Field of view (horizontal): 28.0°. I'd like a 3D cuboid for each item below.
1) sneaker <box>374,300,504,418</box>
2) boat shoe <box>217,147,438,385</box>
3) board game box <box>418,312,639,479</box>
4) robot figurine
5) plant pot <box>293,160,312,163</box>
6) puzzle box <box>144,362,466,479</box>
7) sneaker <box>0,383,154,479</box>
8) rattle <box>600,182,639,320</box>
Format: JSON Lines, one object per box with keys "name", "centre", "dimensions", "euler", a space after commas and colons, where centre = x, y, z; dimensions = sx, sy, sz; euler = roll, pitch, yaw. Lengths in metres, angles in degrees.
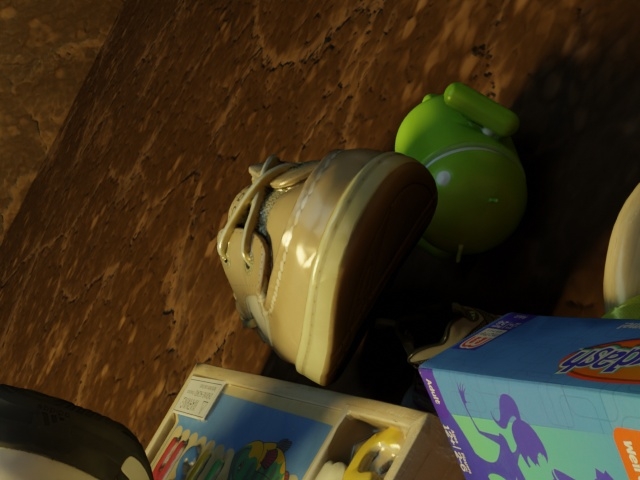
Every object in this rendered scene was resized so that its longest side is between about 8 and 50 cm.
{"name": "sneaker", "centre": [0.053, 0.060, 0.671], "dimensions": [0.098, 0.069, 0.038], "euler": [-47, 27, 38]}
{"name": "boat shoe", "centre": [-0.010, 0.009, 0.679], "dimensions": [0.109, 0.098, 0.302], "euler": [-58, -5, -9]}
{"name": "board game box", "centre": [0.123, 0.102, 0.360], "dimensions": [0.047, 0.160, 0.210], "euler": [-27, 8, -23]}
{"name": "robot figurine", "centre": [0.079, -0.038, 0.722], "dimensions": [0.115, 0.067, 0.101], "euler": [-98, 28, -53]}
{"name": "plant pot", "centre": [0.000, 0.000, 0.865], "dimensions": [0.083, 0.083, 0.079], "euler": [-38, 47, 50]}
{"name": "puzzle box", "centre": [-0.068, 0.208, 0.730], "dimensions": [0.272, 0.052, 0.409], "euler": [-61, 16, -13]}
{"name": "sneaker", "centre": [-0.225, 0.285, 0.716], "dimensions": [0.447, 0.169, 0.257], "euler": [-54, 21, 41]}
{"name": "rattle", "centre": [0.191, 0.006, 0.467], "dimensions": [0.130, 0.143, 0.199], "euler": [26, 73, 37]}
